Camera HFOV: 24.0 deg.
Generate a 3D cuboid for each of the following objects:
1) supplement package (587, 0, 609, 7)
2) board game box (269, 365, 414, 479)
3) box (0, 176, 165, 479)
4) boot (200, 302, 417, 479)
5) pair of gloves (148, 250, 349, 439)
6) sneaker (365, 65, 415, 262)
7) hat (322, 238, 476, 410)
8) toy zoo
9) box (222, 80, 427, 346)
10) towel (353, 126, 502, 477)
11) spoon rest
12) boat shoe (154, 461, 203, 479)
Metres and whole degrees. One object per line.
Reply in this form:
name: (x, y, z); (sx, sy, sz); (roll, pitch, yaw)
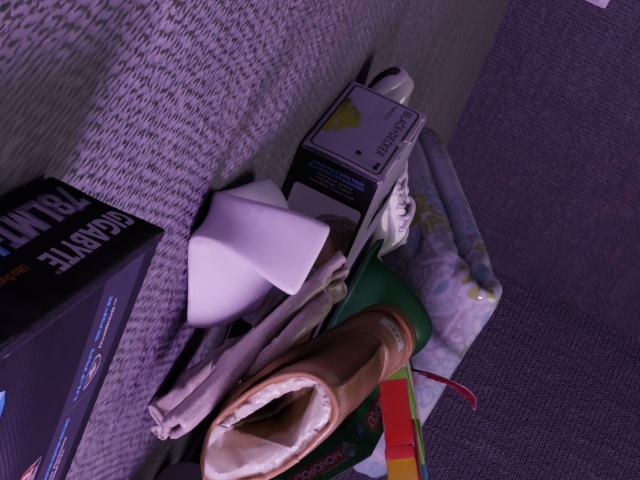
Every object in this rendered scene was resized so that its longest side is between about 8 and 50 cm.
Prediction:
supplement package: (0.273, -0.413, 1.577); (0.198, 0.199, 0.263); (-63, 174, -12)
board game box: (-0.047, 0.254, 1.747); (0.317, 0.046, 0.213); (-34, -173, 26)
box: (-0.186, 0.141, 0.604); (0.296, 0.073, 0.293); (-66, 175, 17)
boot: (-0.042, 0.148, 1.270); (0.236, 0.089, 0.269); (-42, 176, 21)
pair of gloves: (-0.064, 0.092, 1.277); (0.204, 0.042, 0.240); (-39, 179, -12)
sneaker: (0.058, -0.062, 1.659); (0.110, 0.118, 0.292); (-53, 167, -51)
hat: (0.104, 0.111, 1.601); (0.173, 0.183, 0.208); (-64, 175, 23)
toy zoo: (0.089, 0.252, 1.497); (0.192, 0.030, 0.293); (75, 9, -51)
box: (0.000, 0.000, 1.544); (0.169, 0.087, 0.290); (-55, 170, -55)
towel: (0.093, 0.065, 1.931); (0.374, 0.090, 0.321); (-105, -147, -49)
spoon rest: (-0.061, 0.004, 1.165); (0.137, 0.084, 0.276); (-61, -173, -9)
boat shoe: (-0.178, 0.357, 1.556); (0.088, 0.096, 0.268); (80, 29, -73)
